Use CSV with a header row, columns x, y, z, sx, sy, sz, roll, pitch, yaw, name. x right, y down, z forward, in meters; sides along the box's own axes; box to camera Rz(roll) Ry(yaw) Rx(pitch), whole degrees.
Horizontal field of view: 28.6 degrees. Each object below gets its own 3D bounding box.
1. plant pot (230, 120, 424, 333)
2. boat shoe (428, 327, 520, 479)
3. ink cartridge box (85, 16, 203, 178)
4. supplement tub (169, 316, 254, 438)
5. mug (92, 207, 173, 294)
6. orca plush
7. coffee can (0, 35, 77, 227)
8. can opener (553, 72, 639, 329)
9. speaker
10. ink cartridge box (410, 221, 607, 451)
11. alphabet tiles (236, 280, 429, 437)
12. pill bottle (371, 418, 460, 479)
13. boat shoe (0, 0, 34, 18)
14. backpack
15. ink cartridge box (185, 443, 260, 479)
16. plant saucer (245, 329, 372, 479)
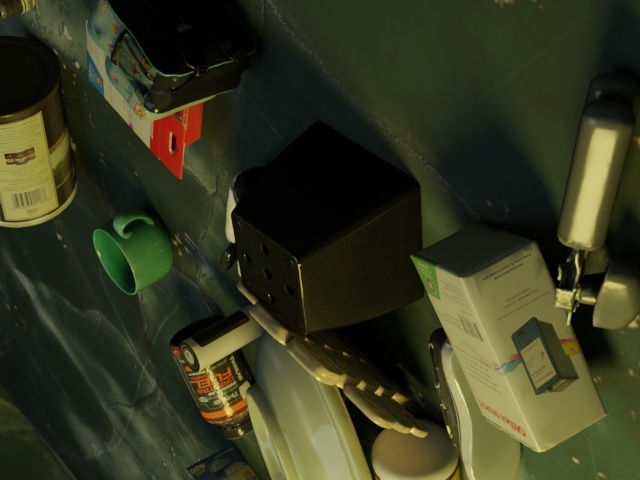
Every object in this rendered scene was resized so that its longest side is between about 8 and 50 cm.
x,y,z,sx,sy,sz,roll,pitch,yaw,name
0.000,0.000,1.510,0.187,0.167,0.188,35,145,37,plant pot
0.179,0.207,1.530,0.076,0.080,0.228,20,135,59,boat shoe
-0.236,-0.214,1.777,0.231,0.078,0.134,47,152,20,ink cartridge box
-0.171,0.235,2.118,0.106,0.106,0.197,5,124,58,supplement tub
-0.303,0.011,2.109,0.129,0.097,0.158,60,153,-4,mug
-0.068,0.004,1.706,0.102,0.151,0.287,17,140,7,orca plush
-0.538,-0.186,2.179,0.201,0.202,0.275,42,150,28,coffee can
0.271,-0.024,1.159,0.095,0.076,0.283,13,139,12,can opener
-0.150,0.152,1.958,0.055,0.136,0.055,37,142,36,speaker
0.197,0.099,1.329,0.212,0.093,0.154,66,169,-13,ink cartridge box
0.019,0.149,1.619,0.278,0.021,0.284,43,-173,29,alphabet tiles
0.134,0.353,1.713,0.117,0.117,0.215,34,145,39,pill bottle
-0.567,-0.444,2.098,0.219,0.070,0.077,41,149,30,boat shoe
-0.197,-0.255,1.569,0.188,0.166,0.144,55,144,10,backpack
-0.129,0.531,2.285,0.065,0.186,0.311,-39,80,25,ink cartridge box
-0.026,0.296,1.813,0.400,0.101,0.400,161,90,-79,plant saucer
